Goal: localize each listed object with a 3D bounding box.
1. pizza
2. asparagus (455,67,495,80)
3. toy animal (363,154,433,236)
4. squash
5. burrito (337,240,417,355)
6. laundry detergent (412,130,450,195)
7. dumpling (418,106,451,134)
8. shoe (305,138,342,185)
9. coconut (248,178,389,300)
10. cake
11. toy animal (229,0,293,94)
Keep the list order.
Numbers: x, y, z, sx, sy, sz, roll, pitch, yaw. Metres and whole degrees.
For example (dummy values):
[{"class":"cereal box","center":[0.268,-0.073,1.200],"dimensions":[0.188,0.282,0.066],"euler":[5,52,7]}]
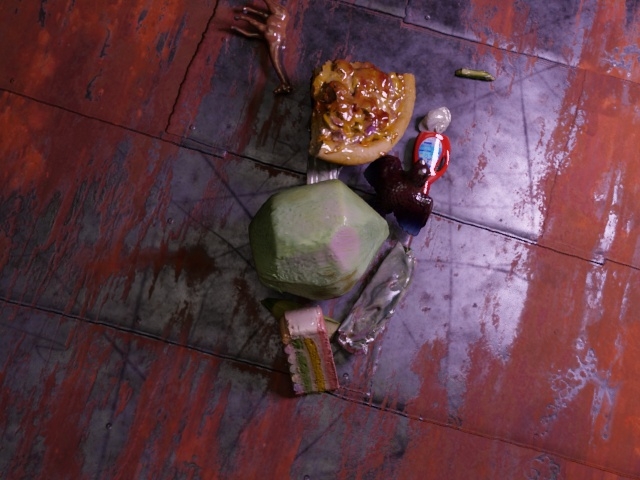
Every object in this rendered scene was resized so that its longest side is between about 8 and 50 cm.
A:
[{"class":"pizza","center":[0.094,-0.332,1.896],"dimensions":[0.408,0.114,0.278],"euler":[-35,91,-37]},{"class":"asparagus","center":[0.413,-0.439,2.036],"dimensions":[0.108,0.021,0.025],"euler":[10,76,0]},{"class":"toy animal","center":[0.193,-0.120,1.875],"dimensions":[0.116,0.179,0.219],"euler":[-26,77,-35]},{"class":"squash","center":[-0.058,0.190,1.844],"dimensions":[0.200,0.090,0.075],"euler":[25,44,7]},{"class":"burrito","center":[0.147,0.141,1.868],"dimensions":[0.096,0.066,0.309],"euler":[31,75,8]},{"class":"laundry detergent","center":[0.279,-0.191,1.961],"dimensions":[0.097,0.049,0.165],"euler":[10,79,-4]},{"class":"dumpling","center":[0.297,-0.306,1.983],"dimensions":[0.076,0.052,0.057],"euler":[-29,68,-19]},{"class":"shoe","center":[0.018,-0.218,1.932],"dimensions":[0.098,0.103,0.275],"euler":[5,82,-1]},{"class":"coconut","center":[0.000,0.000,1.778],"dimensions":[0.328,0.328,0.281],"euler":[-10,62,-5]},{"class":"cake","center":[-0.025,0.270,1.782],"dimensions":[0.109,0.090,0.226],"euler":[-13,106,-3]},{"class":"toy animal","center":[-0.133,-0.514,2.011],"dimensions":[0.229,0.066,0.224],"euler":[31,77,0]}]
